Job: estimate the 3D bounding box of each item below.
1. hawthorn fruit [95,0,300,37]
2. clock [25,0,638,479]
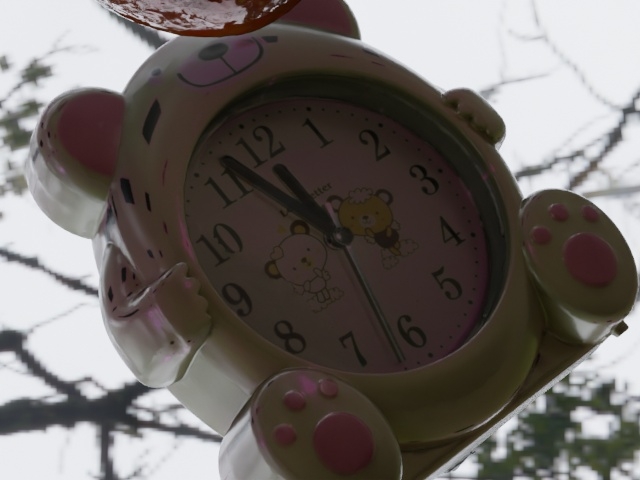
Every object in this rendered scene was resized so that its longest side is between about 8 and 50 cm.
[{"bbox_3d":[-0.060,-0.150,0.780,0.133,0.138,0.133,-4,-81,-24],"label":"hawthorn fruit"},{"bbox_3d":[0.000,0.000,1.070,0.284,0.114,0.309,-34,-103,-28],"label":"clock"}]
